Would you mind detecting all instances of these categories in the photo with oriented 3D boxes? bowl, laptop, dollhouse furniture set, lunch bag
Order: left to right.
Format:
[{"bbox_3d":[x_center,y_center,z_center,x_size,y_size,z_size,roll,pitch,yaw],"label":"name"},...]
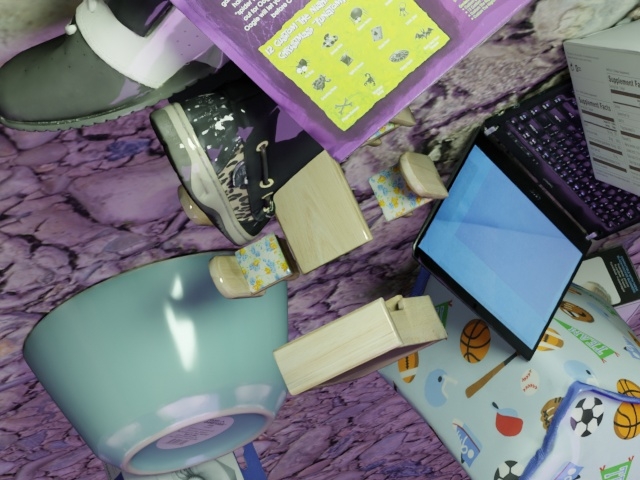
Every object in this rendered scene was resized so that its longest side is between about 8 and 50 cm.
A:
[{"bbox_3d":[-0.160,0.155,1.683,0.311,0.163,0.311,-18,160,-7],"label":"bowl"},{"bbox_3d":[0.000,0.000,1.333,0.212,0.242,0.161,-27,171,18],"label":"dollhouse furniture set"},{"bbox_3d":[0.309,0.197,1.836,0.385,0.328,0.239,10,116,-37],"label":"lunch bag"},{"bbox_3d":[0.262,-0.028,1.544,0.264,0.136,0.234,-25,134,28],"label":"laptop"}]

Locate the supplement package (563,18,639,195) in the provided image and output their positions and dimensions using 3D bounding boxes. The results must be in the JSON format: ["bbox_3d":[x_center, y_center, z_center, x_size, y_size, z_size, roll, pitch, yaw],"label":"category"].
[{"bbox_3d":[0.389,-0.146,1.368,0.262,0.145,0.204,-18,-167,-7],"label":"supplement package"}]

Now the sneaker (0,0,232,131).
[{"bbox_3d":[-0.098,-0.183,1.008,0.330,0.122,0.146,-21,118,17],"label":"sneaker"}]

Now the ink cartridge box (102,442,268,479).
[{"bbox_3d":[-0.162,0.258,1.845,0.224,0.223,0.045,-3,147,-39],"label":"ink cartridge box"}]

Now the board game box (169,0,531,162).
[{"bbox_3d":[0.065,-0.227,0.881,0.347,0.056,0.208,-39,114,20],"label":"board game box"}]

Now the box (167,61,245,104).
[{"bbox_3d":[-0.019,-0.150,1.167,0.156,0.093,0.158,-35,156,32],"label":"box"}]

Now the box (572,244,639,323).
[{"bbox_3d":[0.289,0.112,2.092,0.290,0.087,0.169,-15,158,-13],"label":"box"}]

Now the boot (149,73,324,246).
[{"bbox_3d":[-0.015,-0.081,1.098,0.178,0.085,0.236,-30,166,2],"label":"boot"}]
